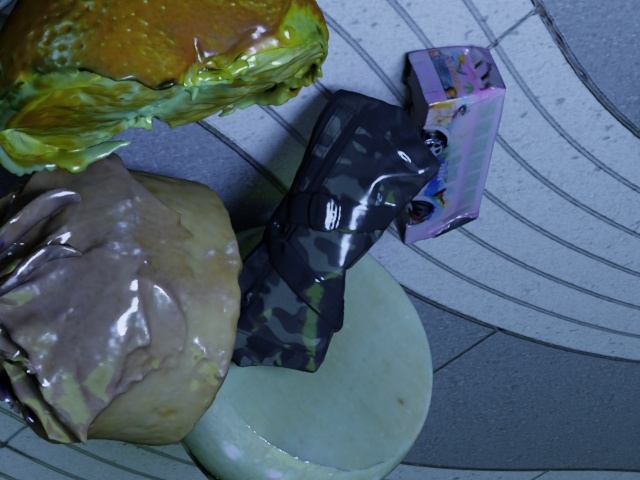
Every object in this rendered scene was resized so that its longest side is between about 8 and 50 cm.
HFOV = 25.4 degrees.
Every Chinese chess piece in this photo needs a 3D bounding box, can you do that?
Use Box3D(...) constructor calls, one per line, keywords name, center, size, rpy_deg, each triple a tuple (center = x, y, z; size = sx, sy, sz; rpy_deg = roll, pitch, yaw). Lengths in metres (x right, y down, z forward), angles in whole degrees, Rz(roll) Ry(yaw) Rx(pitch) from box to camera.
Box3D(name="Chinese chess piece", center=(-0.031, 0.151, 1.731), size=(0.349, 0.349, 0.146), rpy_deg=(9, 149, -30))

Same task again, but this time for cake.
Box3D(name="cake", center=(-0.288, 0.061, 1.534), size=(0.321, 0.332, 0.332), rpy_deg=(12, 139, -35))

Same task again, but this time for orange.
Box3D(name="orange", center=(-0.166, -0.174, 1.319), size=(0.335, 0.196, 0.262), rpy_deg=(-26, 165, -27))

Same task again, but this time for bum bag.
Box3D(name="bum bag", center=(0.000, 0.000, 1.558), size=(0.340, 0.144, 0.095), rpy_deg=(-59, 167, 6))

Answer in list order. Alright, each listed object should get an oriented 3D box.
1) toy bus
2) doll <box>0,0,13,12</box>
Box3D(name="toy bus", center=(0.140, -0.106, 1.651), size=(0.112, 0.090, 0.274), rpy_deg=(-12, 148, -11))
Box3D(name="doll", center=(-0.284, -0.274, 1.171), size=(0.154, 0.228, 0.258), rpy_deg=(36, 123, 6))
